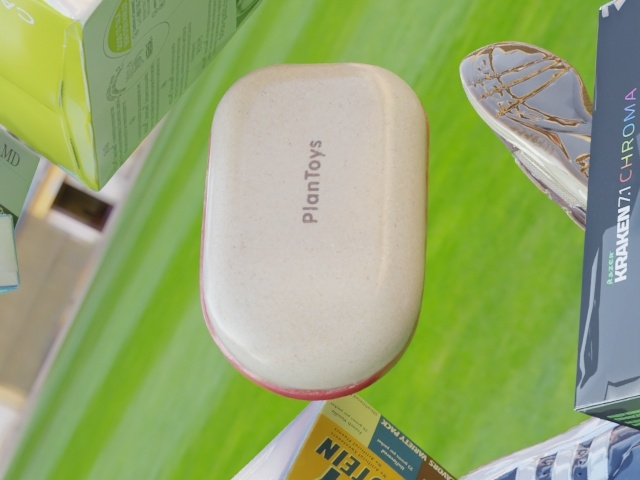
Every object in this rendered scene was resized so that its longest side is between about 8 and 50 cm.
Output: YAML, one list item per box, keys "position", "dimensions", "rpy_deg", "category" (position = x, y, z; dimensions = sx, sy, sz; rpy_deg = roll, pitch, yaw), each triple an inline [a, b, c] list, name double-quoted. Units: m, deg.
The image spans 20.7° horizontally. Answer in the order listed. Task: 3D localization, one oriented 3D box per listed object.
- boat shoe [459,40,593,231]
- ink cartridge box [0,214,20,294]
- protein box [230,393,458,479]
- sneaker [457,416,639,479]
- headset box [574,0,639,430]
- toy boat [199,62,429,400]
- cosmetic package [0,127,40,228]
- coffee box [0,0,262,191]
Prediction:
- position: [0.264, -0.095, 1.932]
  dimensions: [0.342, 0.123, 0.123]
  rpy_deg: [47, 155, 41]
  category: "boat shoe"
- position: [-0.328, 0.028, 1.378]
  dimensions: [0.181, 0.104, 0.061]
  rpy_deg: [-17, 79, 48]
  category: "ink cartridge box"
- position: [-0.022, 0.247, 1.270]
  dimensions: [0.200, 0.136, 0.201]
  rpy_deg: [-46, 7, 30]
  category: "protein box"
- position: [0.176, 0.179, 1.061]
  dimensions: [0.282, 0.099, 0.153]
  rpy_deg: [-29, 18, -15]
  category: "sneaker"
- position: [0.277, -0.004, 0.970]
  dimensions: [0.131, 0.283, 0.246]
  rpy_deg: [-23, 54, 54]
  category: "headset box"
- position: [0.000, 0.000, 1.205]
  dimensions: [0.151, 0.151, 0.231]
  rpy_deg: [75, -163, -67]
  category: "toy boat"
- position: [-0.382, -0.034, 1.613]
  dimensions: [0.151, 0.151, 0.184]
  rpy_deg: [43, -119, -57]
  category: "cosmetic package"
- position: [-0.198, -0.300, 1.276]
  dimensions: [0.334, 0.337, 0.338]
  rpy_deg: [-52, -6, -16]
  category: "coffee box"
